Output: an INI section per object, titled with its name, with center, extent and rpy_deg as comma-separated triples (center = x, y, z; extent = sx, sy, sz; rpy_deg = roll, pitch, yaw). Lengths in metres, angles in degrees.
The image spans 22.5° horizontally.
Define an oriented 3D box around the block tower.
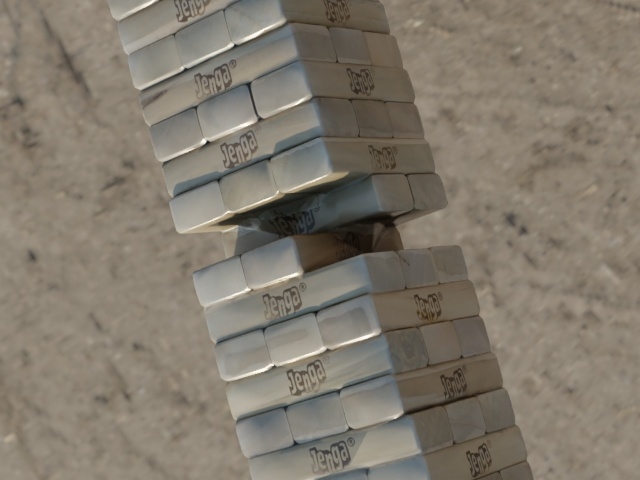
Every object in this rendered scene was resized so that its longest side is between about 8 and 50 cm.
[block tower]
center = 0.000, 0.000, 0.713
extent = 0.097, 0.091, 0.335
rpy_deg = -19, 82, 32
